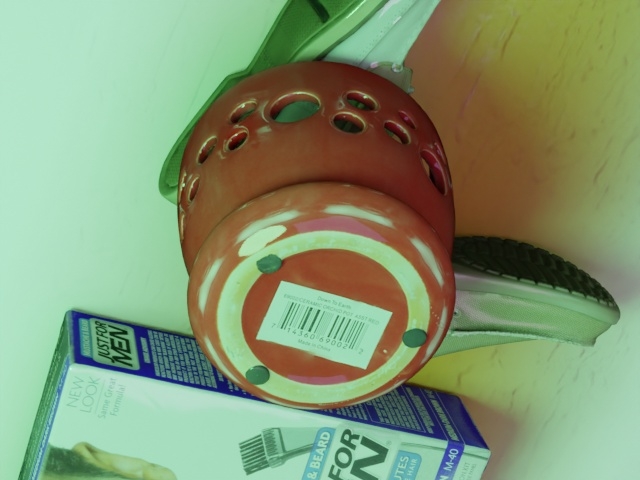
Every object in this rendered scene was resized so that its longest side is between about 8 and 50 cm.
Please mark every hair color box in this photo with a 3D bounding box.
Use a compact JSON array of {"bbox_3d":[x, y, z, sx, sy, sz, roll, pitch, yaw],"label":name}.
[{"bbox_3d":[-0.058,0.189,1.173,0.339,0.110,0.185,14,108,-15],"label":"hair color box"}]

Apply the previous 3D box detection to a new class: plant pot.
[{"bbox_3d":[0.000,0.000,0.981,0.191,0.174,0.191,-2,121,-3],"label":"plant pot"}]

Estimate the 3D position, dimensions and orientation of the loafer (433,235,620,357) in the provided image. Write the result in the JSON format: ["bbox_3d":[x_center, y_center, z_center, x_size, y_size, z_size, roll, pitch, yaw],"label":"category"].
[{"bbox_3d":[0.098,0.049,1.161,0.269,0.102,0.092,10,109,-5],"label":"loafer"}]

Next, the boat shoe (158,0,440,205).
[{"bbox_3d":[0.014,-0.121,1.074,0.103,0.113,0.302,34,112,-25],"label":"boat shoe"}]
